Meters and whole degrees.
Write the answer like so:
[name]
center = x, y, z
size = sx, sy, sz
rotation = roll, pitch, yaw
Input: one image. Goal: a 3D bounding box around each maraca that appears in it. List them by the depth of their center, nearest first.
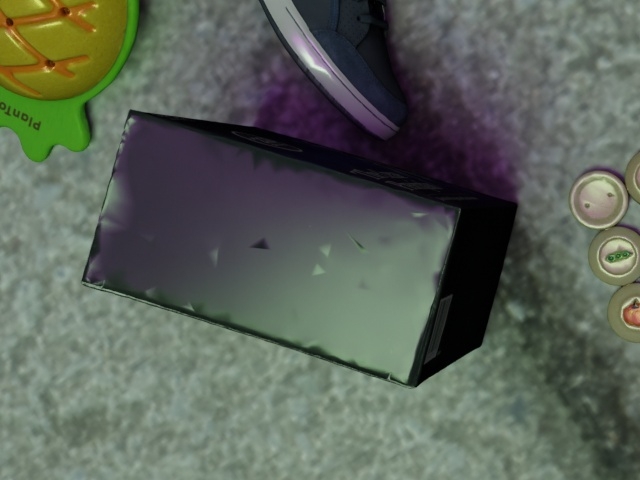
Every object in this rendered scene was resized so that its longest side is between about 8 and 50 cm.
[maraca]
center = -0.177, -0.135, 1.198
size = 0.127, 0.099, 0.186
rotation = 28, 123, 12

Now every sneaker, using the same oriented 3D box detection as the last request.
[sneaker]
center = 0.035, -0.189, 1.153
size = 0.163, 0.086, 0.226
rotation = -30, 84, 14

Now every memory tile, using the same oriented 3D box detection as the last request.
[memory tile]
center = 0.233, -0.008, 1.153
size = 0.148, 0.012, 0.113
rotation = -18, 87, 12

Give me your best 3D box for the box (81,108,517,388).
[box]
center = 0.000, 0.000, 1.076
size = 0.184, 0.261, 0.103
rotation = 14, 94, 11
